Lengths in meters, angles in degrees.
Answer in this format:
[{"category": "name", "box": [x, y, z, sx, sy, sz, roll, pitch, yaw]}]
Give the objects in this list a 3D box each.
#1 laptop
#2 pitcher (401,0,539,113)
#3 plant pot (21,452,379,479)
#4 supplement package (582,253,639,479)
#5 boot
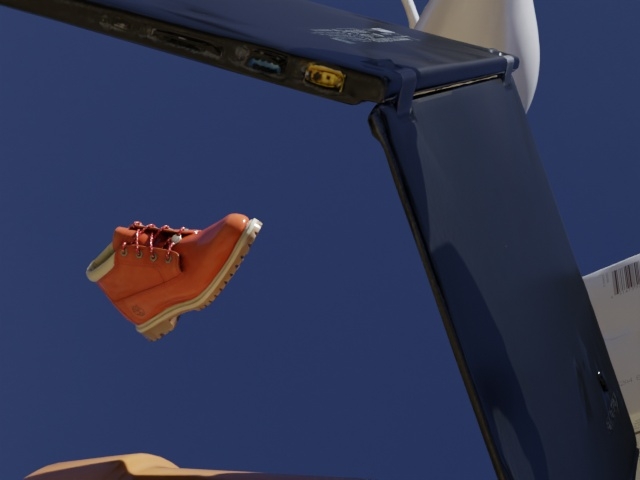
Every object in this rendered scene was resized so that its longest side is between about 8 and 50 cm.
[{"category": "laptop", "box": [0.000, 0.000, 0.730, 0.407, 0.382, 0.236, 17, -77, 13]}, {"category": "pitcher", "box": [0.128, -0.203, 1.257, 0.177, 0.125, 0.207, 19, -75, 35]}, {"category": "plant pot", "box": [-0.042, 0.253, 0.752, 0.203, 0.291, 0.291, -14, -87, 16]}, {"category": "supplement package", "box": [0.346, 0.130, 1.324, 0.261, 0.204, 0.145, -24, -53, 26]}, {"category": "boot", "box": [-0.113, 0.013, 0.997, 0.084, 0.059, 0.158, 44, -52, -14]}]
